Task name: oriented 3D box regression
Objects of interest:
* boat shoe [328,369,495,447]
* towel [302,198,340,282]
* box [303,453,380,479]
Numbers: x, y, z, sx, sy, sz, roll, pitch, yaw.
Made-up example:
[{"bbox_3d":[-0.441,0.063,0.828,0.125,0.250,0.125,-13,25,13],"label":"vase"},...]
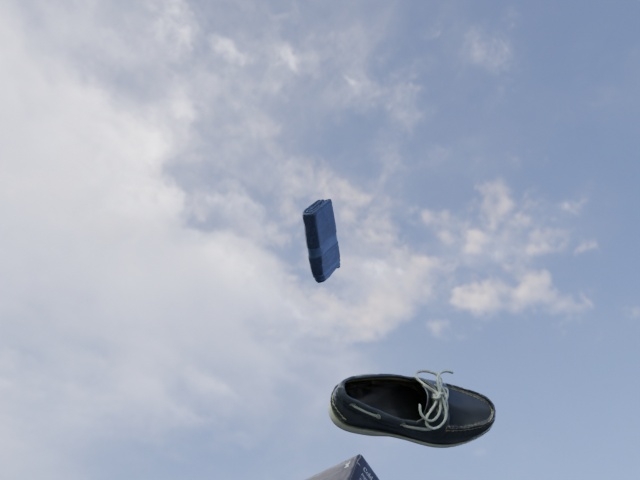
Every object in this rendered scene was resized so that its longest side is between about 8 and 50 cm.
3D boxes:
[{"bbox_3d":[0.140,0.234,0.831,0.254,0.095,0.079,10,-41,-6],"label":"boat shoe"},{"bbox_3d":[0.000,0.000,0.881,0.029,0.067,0.120,7,-61,31],"label":"towel"},{"bbox_3d":[-0.050,0.579,0.969,0.343,0.312,0.179,-34,-87,25],"label":"box"}]
